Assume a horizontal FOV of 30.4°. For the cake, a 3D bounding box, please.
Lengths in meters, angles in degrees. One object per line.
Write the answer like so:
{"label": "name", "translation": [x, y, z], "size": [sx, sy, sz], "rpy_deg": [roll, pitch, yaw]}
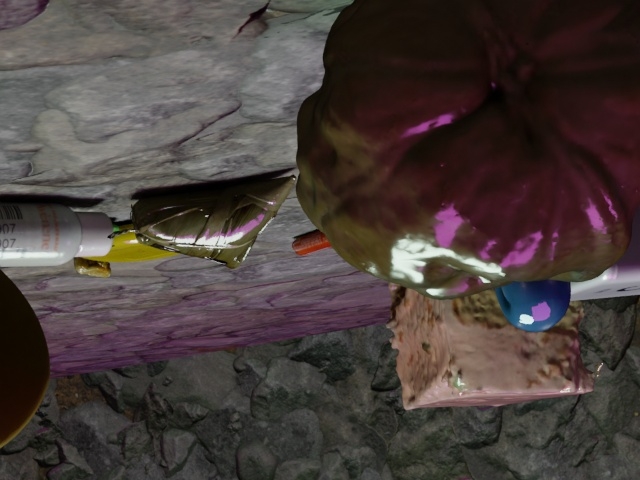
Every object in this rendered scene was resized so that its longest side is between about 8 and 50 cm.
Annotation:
{"label": "cake", "translation": [0.284, 0.140, 2.096], "size": [0.293, 0.306, 0.314], "rpy_deg": [-3, 169, -16]}

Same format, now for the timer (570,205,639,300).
{"label": "timer", "translation": [0.389, -0.031, 1.538], "size": [0.195, 0.192, 0.194], "rpy_deg": [-4, 169, -21]}

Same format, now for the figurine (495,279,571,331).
{"label": "figurine", "translation": [0.179, -0.057, 1.299], "size": [0.298, 0.243, 0.416], "rpy_deg": [-16, -169, -7]}

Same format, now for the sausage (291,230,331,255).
{"label": "sausage", "translation": [0.000, 0.000, 1.874], "size": [0.034, 0.034, 0.129], "rpy_deg": [2, 167, -43]}

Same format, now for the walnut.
{"label": "walnut", "translation": [0.123, -0.085, 0.855], "size": [0.253, 0.282, 0.277], "rpy_deg": [32, 167, 8]}

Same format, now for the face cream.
{"label": "face cream", "translation": [-0.377, -0.008, 1.414], "size": [0.269, 0.082, 0.082], "rpy_deg": [-1, 168, -36]}

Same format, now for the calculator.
{"label": "calculator", "translation": [-0.272, 0.004, 1.691], "size": [0.146, 0.032, 0.235], "rpy_deg": [-11, 171, 17]}

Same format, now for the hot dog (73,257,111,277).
{"label": "hot dog", "translation": [-0.346, 0.037, 1.827], "size": [0.034, 0.030, 0.090], "rpy_deg": [-21, 166, 19]}

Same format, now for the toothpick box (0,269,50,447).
{"label": "toothpick box", "translation": [-0.488, 0.087, 0.989], "size": [0.425, 0.408, 0.409], "rpy_deg": [-12, 169, 33]}

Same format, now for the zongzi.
{"label": "zongzi", "translation": [-0.147, -0.048, 1.462], "size": [0.189, 0.081, 0.178], "rpy_deg": [14, 138, -29]}
